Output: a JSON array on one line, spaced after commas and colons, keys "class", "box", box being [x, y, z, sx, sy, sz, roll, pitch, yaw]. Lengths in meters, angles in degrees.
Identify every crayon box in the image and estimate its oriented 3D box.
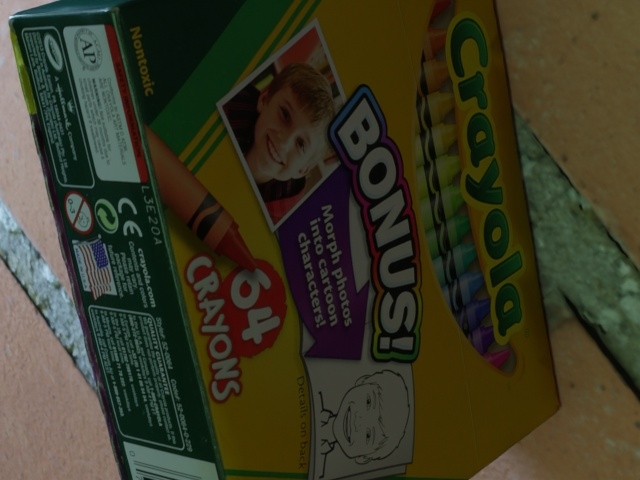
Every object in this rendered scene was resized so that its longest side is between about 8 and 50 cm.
[{"class": "crayon box", "box": [0.000, 0.000, 0.918, 0.106, 0.313, 0.363, 4, 113, 43]}]
